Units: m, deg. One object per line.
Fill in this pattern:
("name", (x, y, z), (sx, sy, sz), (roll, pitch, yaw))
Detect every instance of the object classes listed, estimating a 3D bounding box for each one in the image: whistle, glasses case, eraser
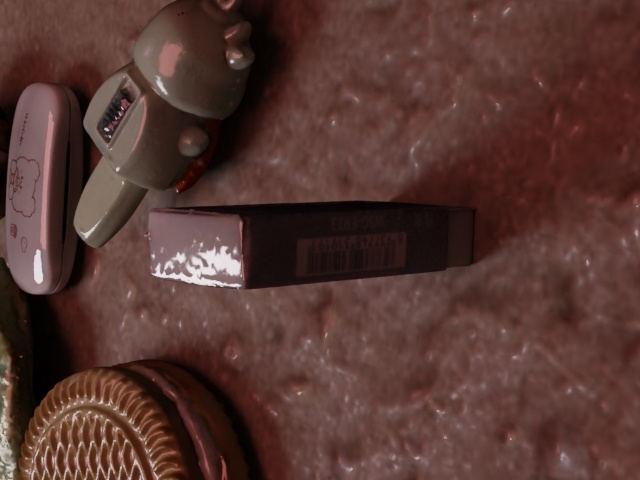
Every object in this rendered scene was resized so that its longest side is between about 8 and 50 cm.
("whistle", (-0.125, -0.097, 1.085), (0.253, 0.106, 0.102), (-55, 24, 22))
("glasses case", (-0.252, -0.047, 1.249), (0.074, 0.049, 0.193), (10, 99, 44))
("eraser", (0.000, 0.000, 0.882), (0.092, 0.212, 0.046), (6, 96, 46))

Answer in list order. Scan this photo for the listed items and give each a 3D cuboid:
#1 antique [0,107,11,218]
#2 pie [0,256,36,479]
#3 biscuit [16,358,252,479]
("antique", (-0.386, -0.075, 1.341), (0.257, 0.121, 0.143), (-12, 73, 52))
("pie", (-0.341, 0.161, 1.328), (0.302, 0.067, 0.302), (3, 94, 50))
("biscuit", (-0.159, 0.222, 1.140), (0.259, 0.079, 0.259), (2, 93, 45))
